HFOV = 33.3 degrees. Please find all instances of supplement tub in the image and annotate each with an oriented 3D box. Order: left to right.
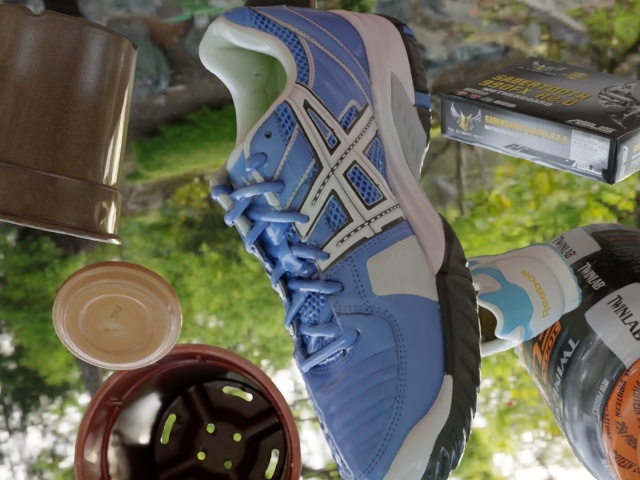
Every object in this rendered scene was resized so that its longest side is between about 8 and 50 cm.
[{"bbox_3d":[0.313,0.118,1.032,0.207,0.207,0.338,-9,-165,1],"label":"supplement tub"}]

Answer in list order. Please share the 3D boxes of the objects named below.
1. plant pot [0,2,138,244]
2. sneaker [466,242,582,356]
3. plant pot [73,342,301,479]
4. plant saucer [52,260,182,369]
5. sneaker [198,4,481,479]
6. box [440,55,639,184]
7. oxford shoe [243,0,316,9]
[{"bbox_3d":[-0.226,-0.094,0.861,0.167,0.165,0.167,12,179,0],"label":"plant pot"},{"bbox_3d":[0.134,0.064,0.969,0.092,0.087,0.228,-26,174,-25],"label":"sneaker"},{"bbox_3d":[-0.151,0.274,1.389,0.272,0.272,0.265,-9,172,2],"label":"plant pot"},{"bbox_3d":[-0.132,0.051,0.693,0.083,0.083,0.013,-9,-148,2],"label":"plant saucer"},{"bbox_3d":[0.000,0.000,0.396,0.081,0.211,0.080,9,144,-29],"label":"sneaker"},{"bbox_3d":[0.281,-0.143,1.214,0.231,0.056,0.183,23,-143,40],"label":"box"},{"bbox_3d":[-0.030,-0.218,1.025,0.076,0.212,0.076,5,159,21],"label":"oxford shoe"}]
